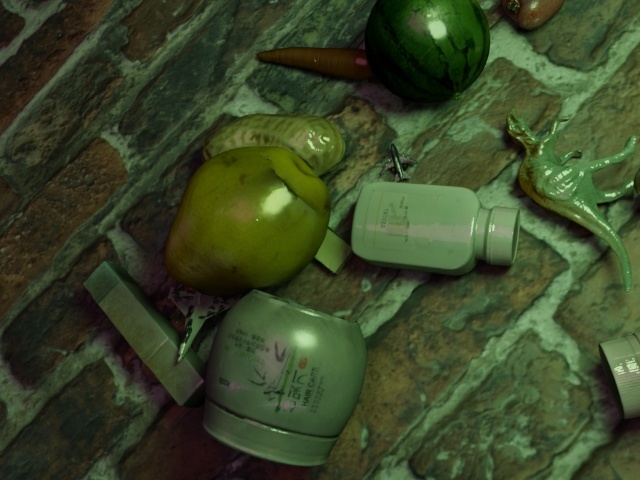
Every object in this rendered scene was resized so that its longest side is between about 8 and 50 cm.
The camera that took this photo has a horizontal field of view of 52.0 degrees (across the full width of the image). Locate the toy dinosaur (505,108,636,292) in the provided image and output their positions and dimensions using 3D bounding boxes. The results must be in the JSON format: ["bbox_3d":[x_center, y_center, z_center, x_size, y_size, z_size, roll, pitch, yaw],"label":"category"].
[{"bbox_3d":[0.468,-0.086,1.159,0.206,0.092,0.392,-15,71,13],"label":"toy dinosaur"}]

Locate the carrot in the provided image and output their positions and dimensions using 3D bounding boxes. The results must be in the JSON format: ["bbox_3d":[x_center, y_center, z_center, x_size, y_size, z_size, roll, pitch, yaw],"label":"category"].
[{"bbox_3d":[0.000,-0.396,1.443,0.336,0.069,0.069,15,79,29],"label":"carrot"}]

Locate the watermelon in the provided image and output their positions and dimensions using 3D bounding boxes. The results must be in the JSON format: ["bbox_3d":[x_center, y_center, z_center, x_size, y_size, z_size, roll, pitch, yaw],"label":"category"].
[{"bbox_3d":[0.203,-0.382,1.260,0.243,0.242,0.242,-6,72,18],"label":"watermelon"}]

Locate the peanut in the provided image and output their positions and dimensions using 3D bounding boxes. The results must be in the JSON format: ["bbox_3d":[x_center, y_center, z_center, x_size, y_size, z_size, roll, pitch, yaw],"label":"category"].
[{"bbox_3d":[-0.104,-0.191,1.372,0.326,0.140,0.153,-2,90,21],"label":"peanut"}]

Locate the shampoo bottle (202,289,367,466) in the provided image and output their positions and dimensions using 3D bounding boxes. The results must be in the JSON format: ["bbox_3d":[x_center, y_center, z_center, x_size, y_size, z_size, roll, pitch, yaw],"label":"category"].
[{"bbox_3d":[-0.064,0.239,1.151,0.273,0.273,0.266,14,83,23],"label":"shampoo bottle"}]

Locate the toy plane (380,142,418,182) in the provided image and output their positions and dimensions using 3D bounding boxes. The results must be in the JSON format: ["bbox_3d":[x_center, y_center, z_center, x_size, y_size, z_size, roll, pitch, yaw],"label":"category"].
[{"bbox_3d":[0.155,-0.157,1.324,0.079,0.031,0.083,-17,69,14],"label":"toy plane"}]

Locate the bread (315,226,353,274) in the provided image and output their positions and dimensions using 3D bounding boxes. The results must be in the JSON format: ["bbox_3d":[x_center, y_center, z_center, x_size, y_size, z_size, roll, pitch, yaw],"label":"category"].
[{"bbox_3d":[0.000,0.000,1.333,0.154,0.028,0.068,39,94,26],"label":"bread"}]

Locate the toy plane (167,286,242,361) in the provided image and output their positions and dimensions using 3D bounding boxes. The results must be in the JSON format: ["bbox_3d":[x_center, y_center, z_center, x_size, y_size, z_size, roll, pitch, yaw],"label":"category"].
[{"bbox_3d":[-0.249,0.148,1.349,0.160,0.082,0.233,5,63,12],"label":"toy plane"}]

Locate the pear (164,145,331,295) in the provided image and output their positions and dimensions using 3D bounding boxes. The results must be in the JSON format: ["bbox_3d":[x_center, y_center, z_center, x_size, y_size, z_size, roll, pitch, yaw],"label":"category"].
[{"bbox_3d":[-0.134,-0.017,1.232,0.285,0.285,0.336,36,117,25],"label":"pear"}]

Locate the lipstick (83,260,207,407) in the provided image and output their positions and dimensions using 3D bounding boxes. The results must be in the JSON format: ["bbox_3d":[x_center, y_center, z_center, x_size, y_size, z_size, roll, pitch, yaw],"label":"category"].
[{"bbox_3d":[-0.359,0.193,1.377,0.076,0.080,0.371,-47,65,1],"label":"lipstick"}]

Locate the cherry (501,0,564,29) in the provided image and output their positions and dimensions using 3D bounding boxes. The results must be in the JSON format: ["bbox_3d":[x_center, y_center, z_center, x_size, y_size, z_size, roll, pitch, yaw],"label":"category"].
[{"bbox_3d":[0.420,-0.467,1.295,0.127,0.087,0.106,-4,65,0],"label":"cherry"}]

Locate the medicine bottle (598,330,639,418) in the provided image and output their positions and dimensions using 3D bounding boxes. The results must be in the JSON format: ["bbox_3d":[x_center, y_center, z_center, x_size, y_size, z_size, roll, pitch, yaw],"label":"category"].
[{"bbox_3d":[0.577,0.189,1.014,0.250,0.133,0.133,-15,70,14],"label":"medicine bottle"}]

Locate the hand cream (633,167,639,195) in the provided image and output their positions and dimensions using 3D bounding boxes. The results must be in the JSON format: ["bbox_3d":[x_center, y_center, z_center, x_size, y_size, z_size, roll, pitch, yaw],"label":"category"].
[{"bbox_3d":[0.603,-0.148,1.108,0.084,0.084,0.203,25,56,24],"label":"hand cream"}]

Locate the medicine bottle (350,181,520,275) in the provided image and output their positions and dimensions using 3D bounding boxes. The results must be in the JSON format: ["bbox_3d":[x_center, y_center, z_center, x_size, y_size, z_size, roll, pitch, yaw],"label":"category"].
[{"bbox_3d":[0.213,-0.021,1.222,0.297,0.111,0.161,5,77,23],"label":"medicine bottle"}]
